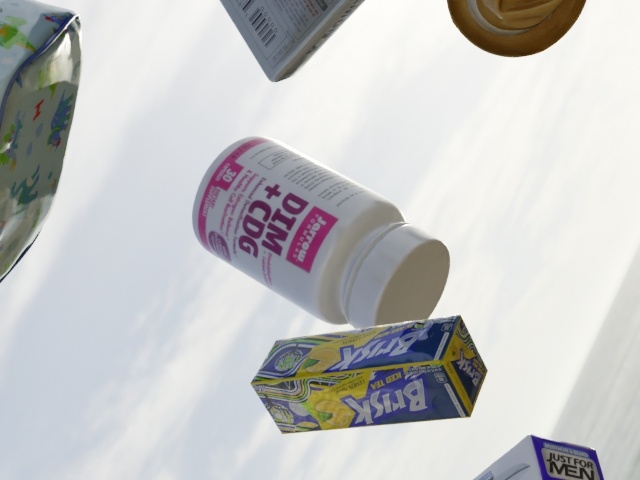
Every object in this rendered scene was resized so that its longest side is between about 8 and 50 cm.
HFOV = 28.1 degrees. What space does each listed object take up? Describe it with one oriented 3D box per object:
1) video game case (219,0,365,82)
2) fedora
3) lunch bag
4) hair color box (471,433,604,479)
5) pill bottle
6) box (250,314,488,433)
[{"bbox_3d":[-0.041,-0.340,1.029,0.036,0.329,0.300,-24,-11,-41],"label":"video game case"},{"bbox_3d":[0.252,-0.319,1.576,0.079,0.194,0.194,-132,65,-80],"label":"fedora"},{"bbox_3d":[-0.259,-0.074,0.990,0.176,0.090,0.219,-69,-3,-58],"label":"lunch bag"},{"bbox_3d":[0.237,0.397,1.333,0.185,0.110,0.339,-49,38,39],"label":"hair color box"},{"bbox_3d":[0.000,0.000,1.486,0.160,0.283,0.160,-34,-41,-36],"label":"pill bottle"},{"bbox_3d":[0.036,0.103,0.967,0.059,0.169,0.054,61,-144,-26],"label":"box"}]
